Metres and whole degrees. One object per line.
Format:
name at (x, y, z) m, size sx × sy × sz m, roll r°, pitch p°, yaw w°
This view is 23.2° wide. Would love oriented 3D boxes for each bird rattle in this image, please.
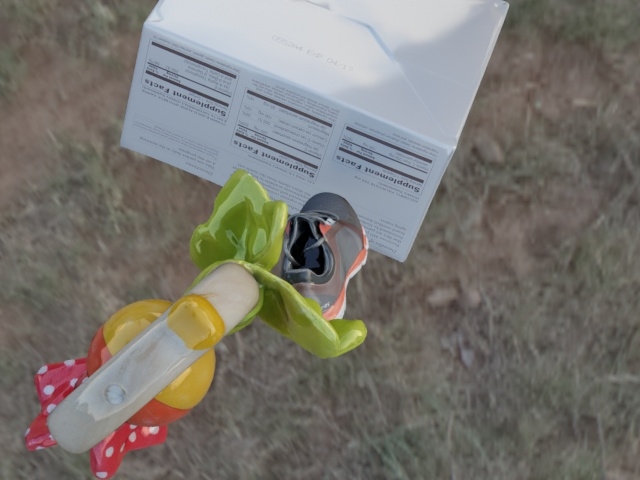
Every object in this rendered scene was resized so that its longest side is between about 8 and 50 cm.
bird rattle at (-0.113, 0.070, 1.031) m, size 0.253 × 0.207 × 0.143 m, roll -31°, pitch 91°, yaw 16°

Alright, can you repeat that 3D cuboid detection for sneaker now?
sneaker at (0.000, 0.000, 1.169) m, size 0.061 × 0.065 × 0.158 m, roll -7°, pitch 34°, yaw 9°

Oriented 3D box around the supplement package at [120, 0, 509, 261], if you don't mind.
supplement package at (-0.004, -0.140, 1.316) m, size 0.261 × 0.145 × 0.204 m, roll 23°, pitch 47°, yaw 2°
